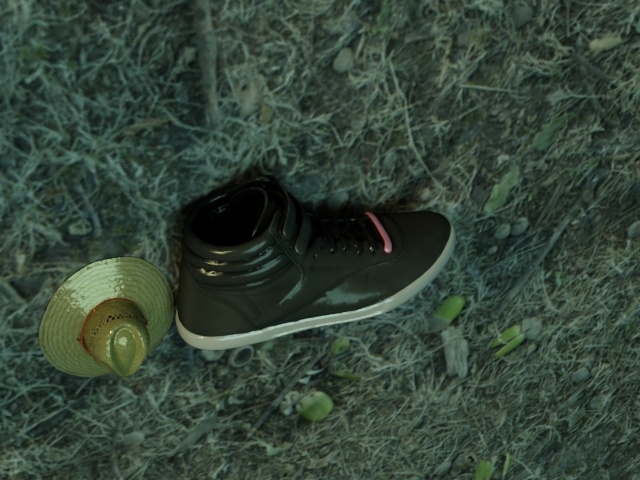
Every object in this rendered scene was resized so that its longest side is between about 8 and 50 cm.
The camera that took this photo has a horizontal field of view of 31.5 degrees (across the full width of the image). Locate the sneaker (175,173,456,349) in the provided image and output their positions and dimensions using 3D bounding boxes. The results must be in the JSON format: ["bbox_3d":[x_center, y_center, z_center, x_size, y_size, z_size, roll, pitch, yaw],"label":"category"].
[{"bbox_3d":[0.000,0.000,1.077,0.296,0.104,0.147,-17,137,-15],"label":"sneaker"}]

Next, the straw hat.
[{"bbox_3d":[-0.190,0.091,1.063,0.144,0.061,0.144,-18,132,-21],"label":"straw hat"}]
